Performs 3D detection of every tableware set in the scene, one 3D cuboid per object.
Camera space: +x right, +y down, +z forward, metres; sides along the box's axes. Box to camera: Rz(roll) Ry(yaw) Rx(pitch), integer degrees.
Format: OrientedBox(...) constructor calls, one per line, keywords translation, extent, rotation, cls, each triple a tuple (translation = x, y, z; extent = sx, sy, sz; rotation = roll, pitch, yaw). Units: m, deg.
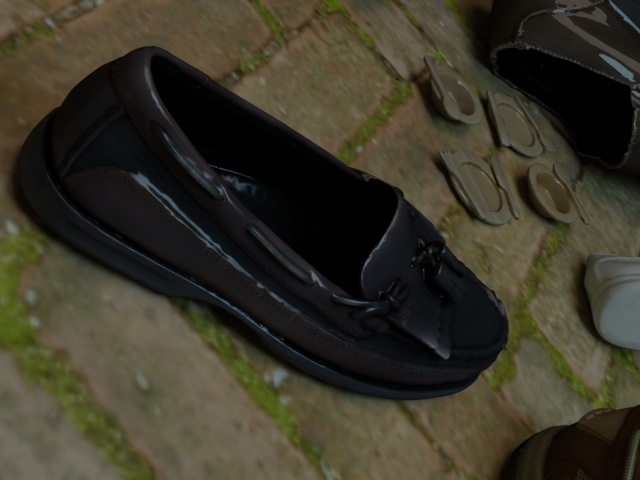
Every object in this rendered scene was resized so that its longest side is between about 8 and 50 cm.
OrientedBox(translation=(0.141, -0.070, 0.827), extent=(0.168, 0.020, 0.141), rotation=(7, 54, -43), cls="tableware set")

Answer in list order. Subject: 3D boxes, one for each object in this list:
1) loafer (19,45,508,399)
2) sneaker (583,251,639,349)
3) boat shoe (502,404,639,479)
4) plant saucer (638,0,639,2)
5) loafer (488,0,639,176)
OrientedBox(translation=(0.000, 0.000, 0.553), extent=(0.302, 0.095, 0.109), rotation=(25, 43, -30), cls="loafer")
OrientedBox(translation=(0.303, 0.049, 0.814), extent=(0.212, 0.080, 0.094), rotation=(16, 28, -9), cls="sneaker")
OrientedBox(translation=(0.168, 0.217, 0.521), extent=(0.122, 0.120, 0.324), rotation=(26, 43, -29), cls="boat shoe")
OrientedBox(translation=(0.327, -0.179, 0.939), extent=(0.278, 0.278, 0.041), rotation=(40, 68, -13), cls="plant saucer")
OrientedBox(translation=(0.282, -0.096, 0.933), extent=(0.366, 0.134, 0.130), rotation=(36, 64, -4), cls="loafer")
